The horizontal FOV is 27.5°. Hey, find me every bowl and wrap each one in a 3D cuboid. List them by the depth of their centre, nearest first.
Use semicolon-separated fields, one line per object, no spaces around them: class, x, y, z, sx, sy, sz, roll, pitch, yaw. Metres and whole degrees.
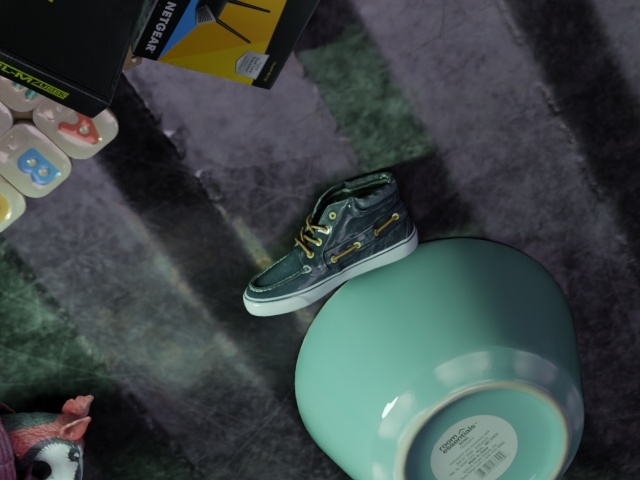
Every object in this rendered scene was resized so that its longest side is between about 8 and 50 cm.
bowl;0.143;0.171;1.328;0.311;0.163;0.312;-7;120;-12

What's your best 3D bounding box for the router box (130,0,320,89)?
router box;-0.067;-0.218;1.091;0.133;0.046;0.179;11;132;-26

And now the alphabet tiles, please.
alphabet tiles;-0.323;-0.133;1.104;0.284;0.021;0.278;-37;120;14

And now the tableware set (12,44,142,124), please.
tableware set;-0.236;-0.181;1.117;0.141;0.020;0.169;-22;123;-1

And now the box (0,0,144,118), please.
box;-0.224;-0.217;1.018;0.184;0.191;0.045;25;155;-23

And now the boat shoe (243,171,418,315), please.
boat shoe;0.000;0.000;1.257;0.183;0.065;0.083;-25;120;-7

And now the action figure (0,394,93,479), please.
action figure;-0.379;0.252;1.267;0.370;0.248;0.276;-38;79;-6
